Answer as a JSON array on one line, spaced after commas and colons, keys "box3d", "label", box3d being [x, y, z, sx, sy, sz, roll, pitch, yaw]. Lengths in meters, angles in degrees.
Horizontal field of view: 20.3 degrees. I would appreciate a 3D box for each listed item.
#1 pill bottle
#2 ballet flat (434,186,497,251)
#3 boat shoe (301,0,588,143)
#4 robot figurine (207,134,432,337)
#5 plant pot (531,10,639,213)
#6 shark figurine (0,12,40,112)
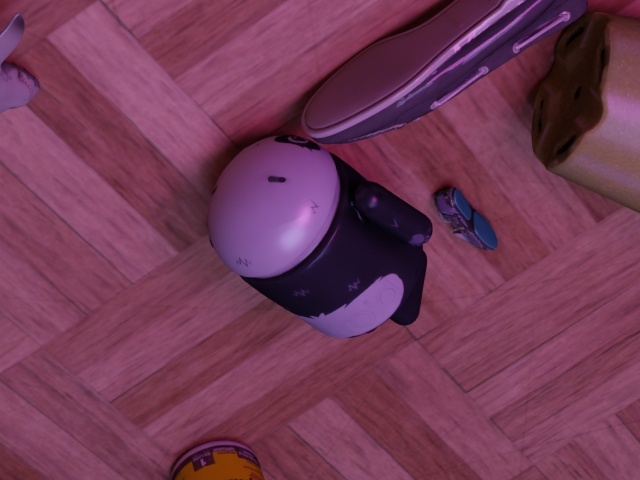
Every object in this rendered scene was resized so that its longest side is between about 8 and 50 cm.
[{"box3d": [-0.110, 0.358, 2.202, 0.117, 0.215, 0.117, -10, 132, -11], "label": "pill bottle"}, {"box3d": [0.167, -0.024, 2.098, 0.041, 0.041, 0.114, -34, 132, 11], "label": "ballet flat"}, {"box3d": [0.138, -0.189, 1.889, 0.335, 0.112, 0.095, -36, 127, 8], "label": "boat shoe"}, {"box3d": [0.002, -0.002, 1.964, 0.209, 0.173, 0.278, -45, 129, 11], "label": "robot figurine"}, {"box3d": [0.381, -0.131, 1.949, 0.254, 0.276, 0.276, 16, 123, -16], "label": "plant pot"}, {"box3d": [-0.359, -0.216, 1.705, 0.166, 0.116, 0.278, -39, 151, -31], "label": "shark figurine"}]
